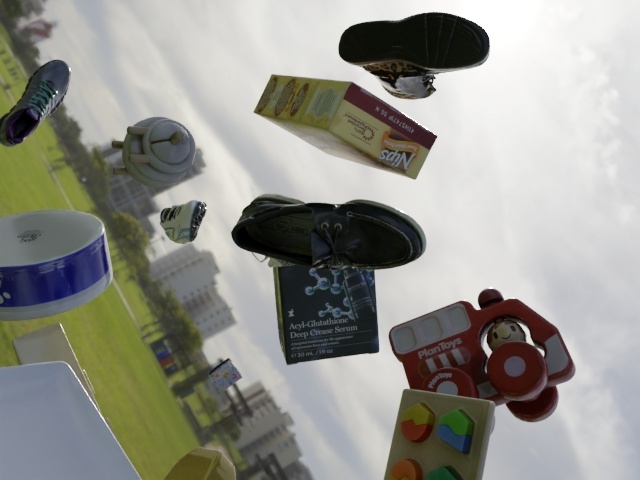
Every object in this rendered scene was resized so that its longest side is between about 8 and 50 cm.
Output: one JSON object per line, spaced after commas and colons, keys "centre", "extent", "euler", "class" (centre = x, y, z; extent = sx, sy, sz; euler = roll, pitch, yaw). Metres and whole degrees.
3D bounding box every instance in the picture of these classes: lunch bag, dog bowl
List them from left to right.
{"centre": [-0.523, 0.037, 1.323], "extent": [0.265, 0.265, 0.104], "euler": [-139, -138, -56], "class": "dog bowl"}
{"centre": [-0.247, 0.339, 1.843], "extent": [0.053, 0.071, 0.083], "euler": [57, -8, -22], "class": "lunch bag"}

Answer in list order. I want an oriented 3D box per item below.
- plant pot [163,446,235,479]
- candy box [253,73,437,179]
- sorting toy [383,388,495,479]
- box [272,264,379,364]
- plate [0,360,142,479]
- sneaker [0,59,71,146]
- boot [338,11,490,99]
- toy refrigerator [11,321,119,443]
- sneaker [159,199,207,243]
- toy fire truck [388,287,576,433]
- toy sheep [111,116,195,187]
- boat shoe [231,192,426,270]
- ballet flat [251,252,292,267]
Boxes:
{"centre": [-0.175, 0.362, 1.090], "extent": [0.081, 0.083, 0.081], "euler": [-2, -48, 34], "class": "plant pot"}
{"centre": [0.030, -0.199, 1.228], "extent": [0.183, 0.087, 0.316], "euler": [26, 2, -29], "class": "candy box"}
{"centre": [0.172, 0.333, 1.125], "extent": [0.038, 0.193, 0.208], "euler": [24, -18, -32], "class": "sorting toy"}
{"centre": [0.010, 0.151, 2.241], "extent": [0.212, 0.294, 0.395], "euler": [-132, -144, -75], "class": "box"}
{"centre": [-0.364, 0.273, 0.887], "extent": [0.278, 0.045, 0.277], "euler": [48, 17, 23], "class": "plate"}
{"centre": [-0.592, -0.287, 1.530], "extent": [0.083, 0.223, 0.098], "euler": [40, -15, -36], "class": "sneaker"}
{"centre": [0.167, -0.282, 1.137], "extent": [0.236, 0.085, 0.179], "euler": [7, -6, 28], "class": "boot"}
{"centre": [-0.432, 0.284, 1.243], "extent": [0.269, 0.094, 0.102], "euler": [57, -28, 22], "class": "toy refrigerator"}
{"centre": [-0.294, -0.042, 1.519], "extent": [0.086, 0.085, 0.237], "euler": [24, -16, -14], "class": "sneaker"}
{"centre": [0.291, 0.214, 1.333], "extent": [0.169, 0.302, 0.253], "euler": [49, 20, -51], "class": "toy fire truck"}
{"centre": [-0.191, -0.104, 0.847], "extent": [0.132, 0.091, 0.091], "euler": [-9, -71, 57], "class": "toy sheep"}
{"centre": [-0.001, -0.004, 1.184], "extent": [0.340, 0.113, 0.127], "euler": [15, -57, 27], "class": "boat shoe"}
{"centre": [-0.105, 0.034, 1.501], "extent": [0.114, 0.041, 0.041], "euler": [28, -28, 22], "class": "ballet flat"}
